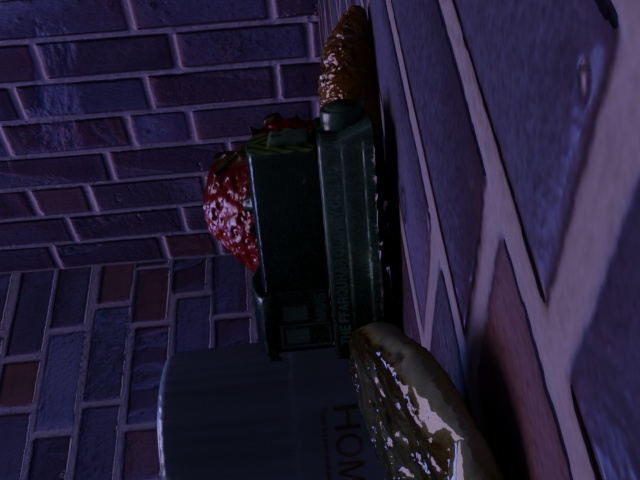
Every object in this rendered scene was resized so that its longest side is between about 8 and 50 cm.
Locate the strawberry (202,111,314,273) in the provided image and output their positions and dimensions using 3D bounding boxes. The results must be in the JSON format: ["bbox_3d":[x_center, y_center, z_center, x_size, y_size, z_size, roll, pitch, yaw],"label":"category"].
[{"bbox_3d":[-0.030,-0.032,1.224,0.257,0.257,0.277,90,161,-80],"label":"strawberry"}]

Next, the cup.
[{"bbox_3d":[-0.047,0.286,1.180,0.257,0.311,0.331,-95,1,-49],"label":"cup"}]

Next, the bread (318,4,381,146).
[{"bbox_3d":[0.035,-0.187,1.090,0.105,0.075,0.233,116,151,-85],"label":"bread"}]

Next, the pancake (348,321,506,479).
[{"bbox_3d":[0.073,0.166,0.540,0.253,0.037,0.254,165,90,-80],"label":"pancake"}]

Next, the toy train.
[{"bbox_3d":[0.000,0.000,1.004,0.138,0.178,0.331,-95,0,-67],"label":"toy train"}]
